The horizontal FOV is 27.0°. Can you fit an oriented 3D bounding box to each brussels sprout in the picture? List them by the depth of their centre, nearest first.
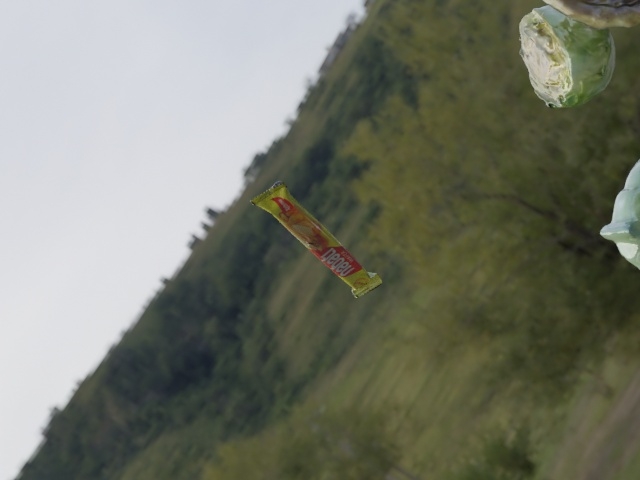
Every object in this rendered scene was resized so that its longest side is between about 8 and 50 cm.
[{"bbox_3d":[0.365,-0.275,1.923,0.122,0.151,0.149,-25,13,-19],"label":"brussels sprout"}]

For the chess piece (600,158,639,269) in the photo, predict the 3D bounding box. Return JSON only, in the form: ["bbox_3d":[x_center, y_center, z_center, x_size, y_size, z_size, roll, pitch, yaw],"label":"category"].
[{"bbox_3d":[0.454,-0.088,1.609,0.176,0.176,0.298,75,-142,-73],"label":"chess piece"}]

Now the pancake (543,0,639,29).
[{"bbox_3d":[0.366,-0.368,1.629,0.235,0.212,0.029,-47,-4,23],"label":"pancake"}]

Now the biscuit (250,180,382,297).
[{"bbox_3d":[0.000,0.000,1.710,0.048,0.026,0.292,-35,-38,10],"label":"biscuit"}]
